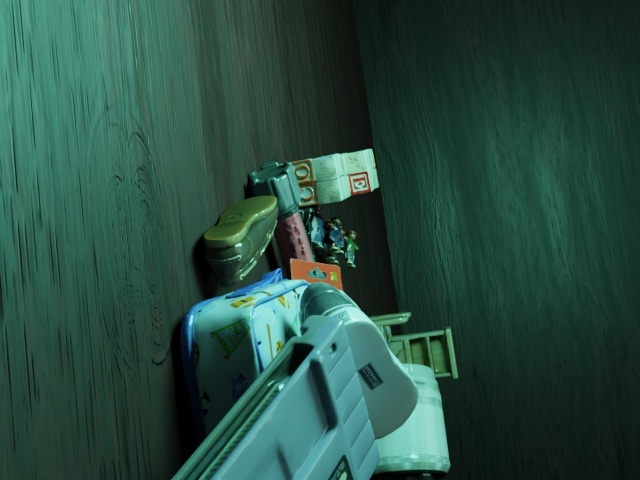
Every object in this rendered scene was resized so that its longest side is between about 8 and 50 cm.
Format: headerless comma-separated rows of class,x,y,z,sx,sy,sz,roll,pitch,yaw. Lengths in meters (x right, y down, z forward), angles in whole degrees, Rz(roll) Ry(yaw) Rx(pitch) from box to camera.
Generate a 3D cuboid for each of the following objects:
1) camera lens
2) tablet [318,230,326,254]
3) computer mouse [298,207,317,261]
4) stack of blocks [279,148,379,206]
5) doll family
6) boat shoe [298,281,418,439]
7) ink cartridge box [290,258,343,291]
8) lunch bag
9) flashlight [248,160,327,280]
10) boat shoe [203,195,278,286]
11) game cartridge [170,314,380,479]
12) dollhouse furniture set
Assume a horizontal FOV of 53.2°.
camera lens,0.205,0.474,1.622,0.219,0.220,0.274,61,23,-59
tablet,0.000,0.000,1.535,0.083,0.006,0.054,-44,124,-75
computer mouse,-0.025,-0.026,1.239,0.193,0.042,0.105,-106,-170,-76
stack of blocks,0.017,-0.129,1.310,0.297,0.171,0.087,-37,118,-76
doll family,0.027,-0.014,1.482,0.193,0.076,0.111,50,40,-56
boat shoe,0.045,0.164,0.851,0.102,0.108,0.301,54,-4,44
ink cartridge box,0.021,0.117,1.032,0.145,0.045,0.179,11,67,-53
lunch bag,-0.069,0.165,0.819,0.303,0.115,0.243,-12,90,-78
flashlight,-0.043,0.022,1.093,0.103,0.103,0.303,-41,125,-41
boat shoe,-0.106,-0.004,0.879,0.207,0.073,0.073,-56,137,-63
game cartridge,-0.051,0.267,0.613,0.355,0.068,0.230,-47,127,-44
dollhouse furniture set,0.304,0.407,2.065,0.394,0.257,0.361,-3,83,-78
